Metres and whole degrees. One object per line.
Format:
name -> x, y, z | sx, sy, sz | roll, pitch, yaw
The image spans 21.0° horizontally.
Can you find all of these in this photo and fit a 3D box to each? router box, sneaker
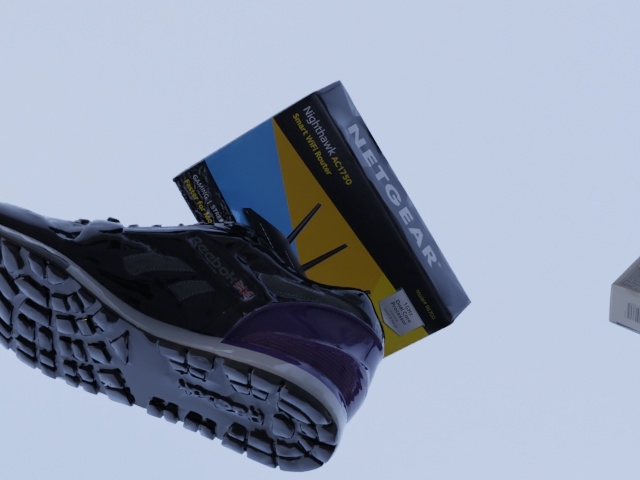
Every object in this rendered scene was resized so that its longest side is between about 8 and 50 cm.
router box -> 0.000, 0.000, 1.170 | 0.133, 0.046, 0.179 | -30, -86, 30
sneaker -> -0.097, 0.036, 1.087 | 0.283, 0.107, 0.124 | 26, -132, 7

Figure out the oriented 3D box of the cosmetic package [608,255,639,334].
cosmetic package -> 0.289, 0.033, 1.409 | 0.060, 0.041, 0.115 | 23, -138, 32
